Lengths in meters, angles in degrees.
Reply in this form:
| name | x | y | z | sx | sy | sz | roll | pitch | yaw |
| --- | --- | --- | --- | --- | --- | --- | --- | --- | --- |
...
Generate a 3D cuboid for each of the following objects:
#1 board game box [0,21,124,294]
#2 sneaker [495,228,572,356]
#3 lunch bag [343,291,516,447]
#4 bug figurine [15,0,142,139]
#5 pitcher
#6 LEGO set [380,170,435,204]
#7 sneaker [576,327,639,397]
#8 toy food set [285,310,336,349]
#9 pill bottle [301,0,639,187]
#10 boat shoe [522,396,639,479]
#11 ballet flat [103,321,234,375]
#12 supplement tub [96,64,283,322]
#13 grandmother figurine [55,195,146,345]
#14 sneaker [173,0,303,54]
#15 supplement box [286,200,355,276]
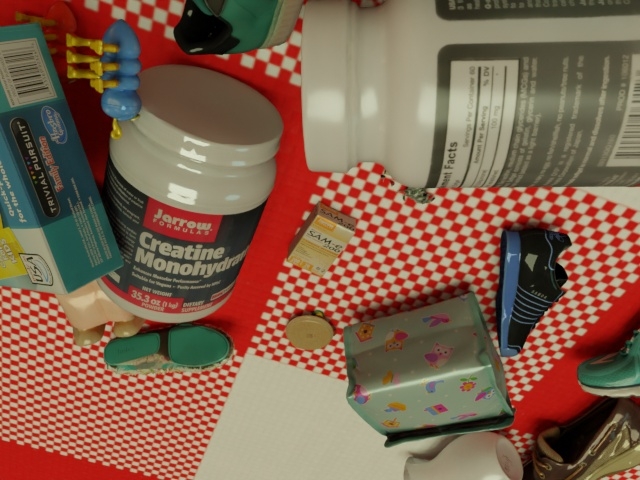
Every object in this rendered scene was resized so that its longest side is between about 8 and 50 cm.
| name | x | y | z | sx | sy | sz | roll | pitch | yaw |
| --- | --- | --- | --- | --- | --- | --- | --- | --- | --- |
| board game box | -0.394 | -0.078 | 0.635 | 0.336 | 0.079 | 0.254 | 1 | 113 | 34 |
| sneaker | 0.307 | 0.084 | 0.819 | 0.090 | 0.081 | 0.232 | 0 | 127 | 11 |
| lunch bag | 0.181 | 0.230 | 0.897 | 0.223 | 0.160 | 0.262 | -16 | 134 | 16 |
| bug figurine | -0.236 | -0.234 | 0.564 | 0.072 | 0.279 | 0.216 | -9 | 119 | -38 |
| pitcher | 0.292 | 0.459 | 1.080 | 0.178 | 0.125 | 0.207 | 42 | 128 | -15 |
| LEGO set | 0.120 | -0.071 | 0.752 | 0.083 | 0.023 | 0.054 | 14 | 127 | -6 |
| sneaker | 0.521 | 0.152 | 0.860 | 0.275 | 0.107 | 0.110 | -30 | 100 | 19 |
| toy food set | -0.017 | 0.153 | 0.938 | 0.082 | 0.020 | 0.083 | -12 | 125 | 14 |
| pill bottle | 0.169 | -0.158 | 0.565 | 0.363 | 0.210 | 0.210 | 1 | 127 | 5 |
| boat shoe | 0.441 | 0.391 | 1.029 | 0.123 | 0.123 | 0.342 | 38 | 121 | -8 |
| ballet flat | -0.251 | 0.187 | 0.961 | 0.241 | 0.091 | 0.077 | -3 | 157 | 12 |
| supplement tub | -0.166 | -0.050 | 0.688 | 0.191 | 0.191 | 0.272 | 19 | 126 | -9 |
| grandmother figurine | -0.363 | -0.001 | 0.809 | 0.208 | 0.104 | 0.342 | -16 | 126 | -17 |
| sneaker | -0.071 | -0.263 | 0.483 | 0.121 | 0.108 | 0.302 | -27 | 166 | -22 |
| supplement box | 0.000 | 0.000 | 0.809 | 0.062 | 0.036 | 0.098 | 25 | 125 | -14 |
